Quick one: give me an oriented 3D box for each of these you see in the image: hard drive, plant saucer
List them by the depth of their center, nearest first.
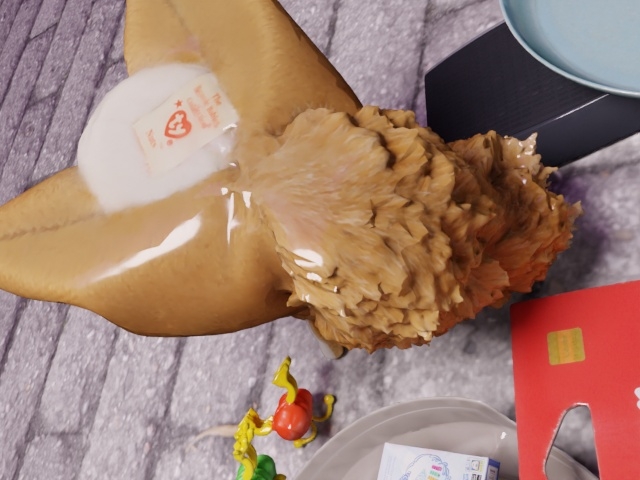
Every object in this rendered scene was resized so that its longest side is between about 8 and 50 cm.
[{"bbox_3d":[0.310,-0.235,0.641,0.318,0.043,0.317,-13,57,20],"label":"plant saucer"},{"bbox_3d":[0.210,-0.152,0.740,0.255,0.054,0.171,-22,52,35],"label":"hard drive"}]

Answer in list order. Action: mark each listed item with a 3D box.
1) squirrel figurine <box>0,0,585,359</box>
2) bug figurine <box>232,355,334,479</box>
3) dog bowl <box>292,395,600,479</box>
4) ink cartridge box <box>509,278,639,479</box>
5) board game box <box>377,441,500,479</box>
[{"bbox_3d":[0.000,0.000,0.660,0.397,0.370,0.281,16,76,28],"label":"squirrel figurine"},{"bbox_3d":[-0.087,0.250,0.719,0.279,0.072,0.216,-55,-1,8],"label":"bug figurine"},{"bbox_3d":[0.093,0.292,0.546,0.349,0.102,0.348,-25,51,34],"label":"dog bowl"},{"bbox_3d":[0.236,0.107,0.439,0.261,0.066,0.296,-12,42,20],"label":"ink cartridge box"},{"bbox_3d":[0.075,0.190,0.534,0.090,0.020,0.090,-4,63,44],"label":"board game box"}]
